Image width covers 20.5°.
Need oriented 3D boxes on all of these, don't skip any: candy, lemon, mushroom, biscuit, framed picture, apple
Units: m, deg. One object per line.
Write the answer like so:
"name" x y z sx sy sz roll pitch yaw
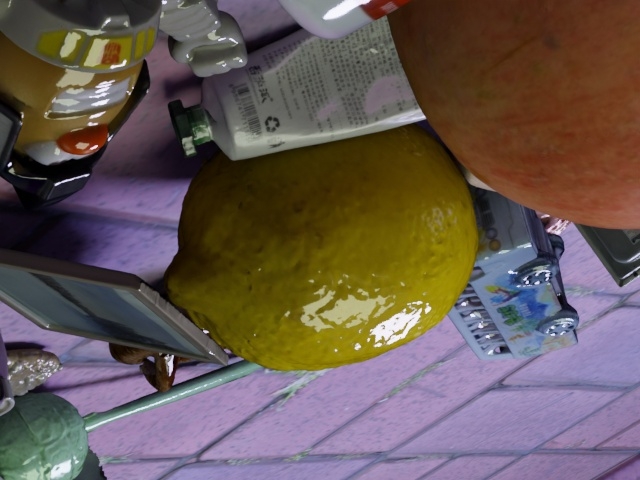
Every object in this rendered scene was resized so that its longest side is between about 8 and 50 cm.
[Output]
"candy" -0.206 0.191 2.088 0.439 0.119 0.119 -18 159 -36
"lemon" 0.000 0.000 1.635 0.319 0.245 0.245 -16 157 -24
"mushroom" -0.168 0.108 1.934 0.135 0.080 0.170 0 150 -24
"biscuit" -0.409 0.172 1.887 0.250 0.032 0.133 -27 157 9
"framed picture" -0.223 0.061 1.677 0.213 0.016 0.289 11 165 16
"apple" 0.219 -0.182 1.308 0.363 0.364 0.364 -21 158 -9

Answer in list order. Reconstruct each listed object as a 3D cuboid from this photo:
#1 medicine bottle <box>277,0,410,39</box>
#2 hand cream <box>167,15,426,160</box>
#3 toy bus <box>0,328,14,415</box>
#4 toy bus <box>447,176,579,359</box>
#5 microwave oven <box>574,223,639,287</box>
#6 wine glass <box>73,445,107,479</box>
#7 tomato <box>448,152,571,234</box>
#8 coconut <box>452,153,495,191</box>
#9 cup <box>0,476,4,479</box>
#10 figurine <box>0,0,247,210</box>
"medicine bottle" 0.041 -0.277 1.023 0.240 0.253 0.252 -30 158 10
"hand cream" 0.034 -0.144 1.536 0.336 0.121 0.076 -18 -168 -9
"toy bus" -0.372 0.099 1.538 0.142 0.142 0.202 -29 154 14
"toy bus" 0.188 0.032 1.861 0.136 0.109 0.330 -16 155 11
"microwave oven" 0.407 -0.081 1.977 0.240 0.145 0.194 -37 172 30
"wine glass" -0.409 0.349 2.162 0.321 0.143 0.143 -37 155 24
"tomato" 0.167 -0.042 1.921 0.236 0.095 0.237 -18 155 -9
"coconut" 0.192 -0.117 1.648 0.170 0.183 0.171 -25 158 -11
"cup" -0.466 0.311 1.909 0.226 0.185 0.241 2 128 22
"figurine" -0.178 -0.147 1.241 0.308 0.143 0.308 -6 147 -4
